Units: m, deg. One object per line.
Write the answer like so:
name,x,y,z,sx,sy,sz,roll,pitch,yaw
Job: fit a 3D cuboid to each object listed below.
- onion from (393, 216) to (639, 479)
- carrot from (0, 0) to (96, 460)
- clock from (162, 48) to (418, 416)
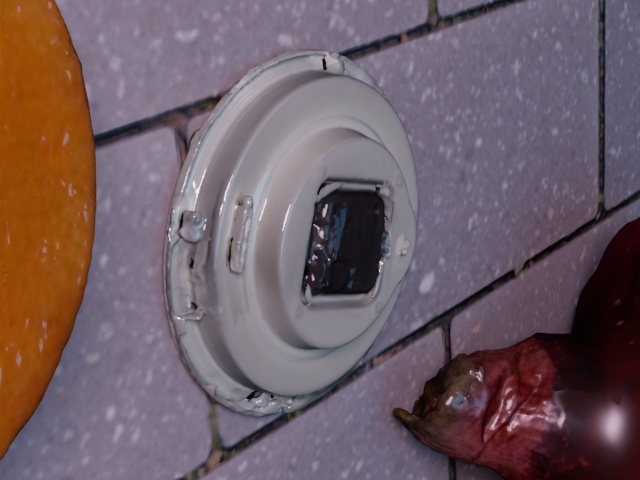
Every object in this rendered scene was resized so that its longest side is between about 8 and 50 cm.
onion,0.253,0.153,0.995,0.420,0.398,0.398,2,101,-9
carrot,-0.208,-0.025,0.510,0.258,0.100,0.307,-1,93,-50
clock,0.000,0.000,0.799,0.236,0.053,0.236,-16,111,-48
